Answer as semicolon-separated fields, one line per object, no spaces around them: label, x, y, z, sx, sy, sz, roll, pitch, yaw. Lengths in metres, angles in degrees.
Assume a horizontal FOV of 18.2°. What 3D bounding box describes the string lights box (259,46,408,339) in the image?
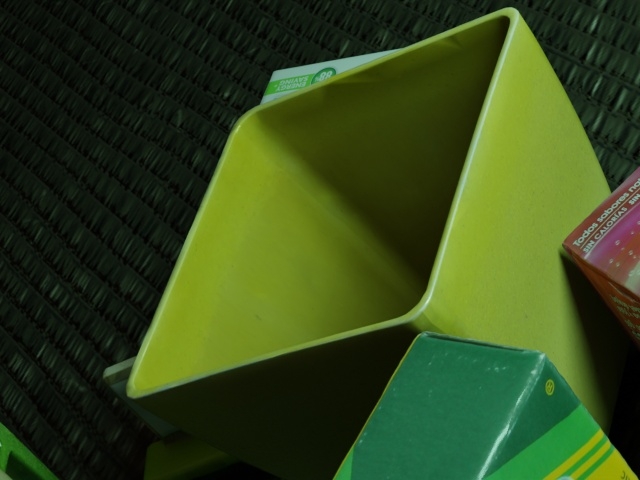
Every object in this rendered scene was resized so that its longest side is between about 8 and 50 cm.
string lights box;0.000;0.000;1.289;0.133;0.077;0.260;-7;47;35

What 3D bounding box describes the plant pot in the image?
plant pot;0.057;0.035;1.093;0.212;0.187;0.212;-18;40;40

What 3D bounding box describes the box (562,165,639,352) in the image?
box;0.271;-0.024;1.032;0.257;0.128;0.122;-44;36;-6

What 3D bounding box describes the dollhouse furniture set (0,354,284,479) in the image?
dollhouse furniture set;-0.123;0.215;1.103;0.197;0.151;0.302;-22;39;22

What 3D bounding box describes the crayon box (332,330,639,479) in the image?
crayon box;0.046;0.231;0.895;0.083;0.203;0.323;8;57;45
